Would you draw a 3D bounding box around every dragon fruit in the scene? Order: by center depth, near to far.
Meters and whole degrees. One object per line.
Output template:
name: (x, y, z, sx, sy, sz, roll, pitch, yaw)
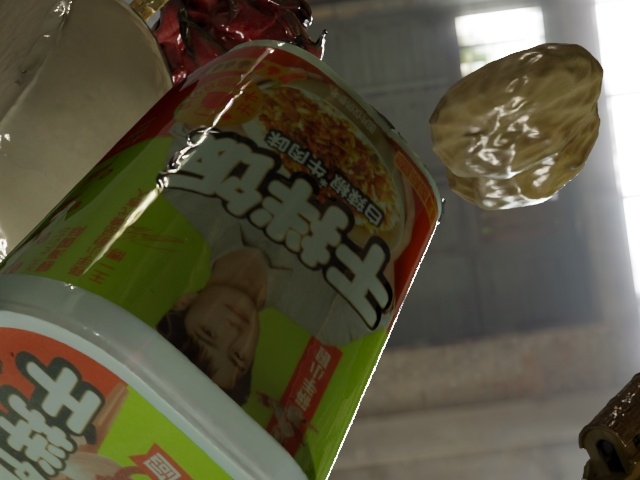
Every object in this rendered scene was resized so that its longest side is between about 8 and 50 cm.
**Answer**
dragon fruit: (-0.103, -0.217, 2.102, 0.234, 0.233, 0.293, 78, -13, -66)

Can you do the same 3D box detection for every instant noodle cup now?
instant noodle cup: (-0.080, 0.044, 1.090, 0.294, 0.293, 0.308, 81, 31, -44)

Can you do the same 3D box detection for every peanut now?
peanut: (0.216, -0.118, 1.786, 0.233, 0.196, 0.110, 62, 3, -67)

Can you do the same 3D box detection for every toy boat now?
toy boat: (0.285, 0.195, 1.560, 0.226, 0.068, 0.088, -34, 105, -42)

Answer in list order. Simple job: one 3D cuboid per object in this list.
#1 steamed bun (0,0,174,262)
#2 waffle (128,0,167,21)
steamed bun: (-0.282, -0.061, 1.571, 0.241, 0.374, 0.374, 44, 23, -28)
waffle: (-0.177, -0.271, 1.802, 0.032, 0.191, 0.125, 45, -9, -8)
